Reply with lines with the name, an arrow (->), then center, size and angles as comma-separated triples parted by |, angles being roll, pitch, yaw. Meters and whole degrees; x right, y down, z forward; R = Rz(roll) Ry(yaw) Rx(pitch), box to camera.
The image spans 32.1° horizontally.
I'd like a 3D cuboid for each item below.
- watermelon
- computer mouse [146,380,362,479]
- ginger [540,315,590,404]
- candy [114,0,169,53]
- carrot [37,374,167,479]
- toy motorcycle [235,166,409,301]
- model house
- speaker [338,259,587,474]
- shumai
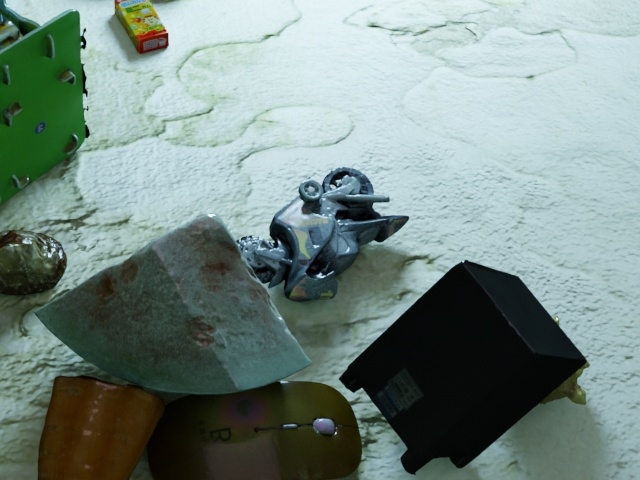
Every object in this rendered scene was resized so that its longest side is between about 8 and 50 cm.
watermelon -> -0.189, 0.081, 1.576 | 0.387, 0.258, 0.228 | 13, 12, 2
computer mouse -> -0.092, 0.286, 1.593 | 0.310, 0.072, 0.158 | -4, 58, -13
ginger -> 0.331, 0.179, 1.716 | 0.157, 0.102, 0.216 | -7, 46, -46
candy -> -0.332, -0.404, 2.063 | 0.062, 0.038, 0.122 | -20, 60, -21
carrot -> -0.311, 0.301, 1.511 | 0.159, 0.159, 0.225 | 12, 67, 0
toy motorcycle -> 0.000, 0.000, 1.794 | 0.307, 0.108, 0.173 | -37, 77, -30
model house -> -0.556, -0.277, 1.740 | 0.313, 0.358, 0.242 | 36, 59, 14
speaker -> 0.201, 0.178, 1.569 | 0.184, 0.254, 0.232 | 53, 19, 25
shumai -> -0.460, 0.020, 1.716 | 0.139, 0.105, 0.123 | 20, 46, -26
